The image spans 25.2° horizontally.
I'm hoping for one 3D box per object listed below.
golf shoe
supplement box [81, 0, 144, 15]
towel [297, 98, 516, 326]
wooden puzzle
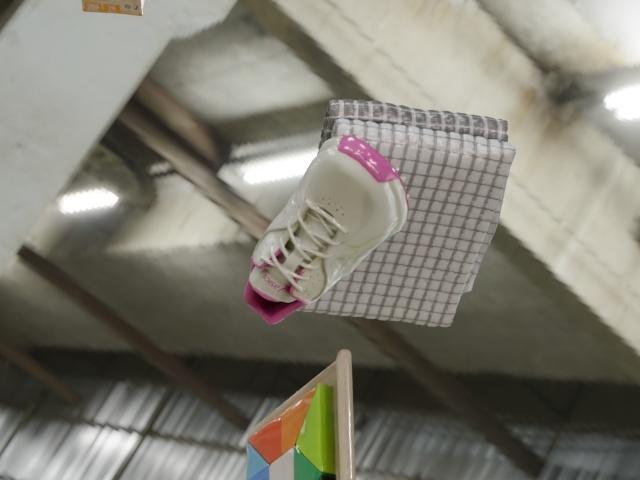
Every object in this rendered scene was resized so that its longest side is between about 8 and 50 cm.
[{"bbox_3d":[0.000,0.000,1.453,0.115,0.140,0.306,40,-24,6],"label":"golf shoe"},{"bbox_3d":[-0.206,-0.269,1.407,0.062,0.036,0.098,4,-35,1],"label":"supplement box"},{"bbox_3d":[0.095,-0.035,1.785,0.235,0.121,0.284,6,-54,-12],"label":"towel"},{"bbox_3d":[-0.029,0.257,1.508,0.044,0.221,0.239,15,-38,-23],"label":"wooden puzzle"}]
